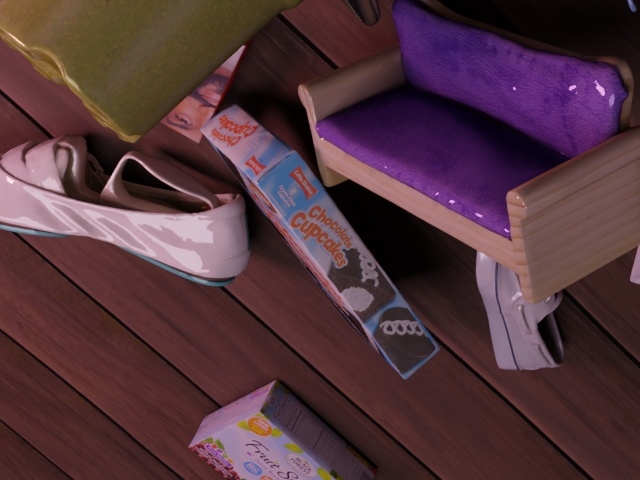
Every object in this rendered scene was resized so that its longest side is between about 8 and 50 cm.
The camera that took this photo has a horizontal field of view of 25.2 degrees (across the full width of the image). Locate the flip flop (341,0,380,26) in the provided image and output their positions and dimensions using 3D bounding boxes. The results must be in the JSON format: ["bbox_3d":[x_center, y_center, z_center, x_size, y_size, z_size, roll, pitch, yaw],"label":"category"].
[{"bbox_3d":[0.030,-0.331,1.364,0.080,0.112,0.277,-21,124,-13],"label":"flip flop"}]

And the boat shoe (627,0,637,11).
[{"bbox_3d":[0.261,-0.262,1.217,0.109,0.089,0.258,16,161,-12],"label":"boat shoe"}]

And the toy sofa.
[{"bbox_3d":[0.134,-0.102,1.350,0.362,0.150,0.177,33,143,50],"label":"toy sofa"}]

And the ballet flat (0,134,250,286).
[{"bbox_3d":[-0.271,-0.061,1.758,0.400,0.139,0.139,16,136,6],"label":"ballet flat"}]

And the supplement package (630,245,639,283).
[{"bbox_3d":[0.448,-0.024,1.357,0.262,0.145,0.204,17,160,12],"label":"supplement package"}]

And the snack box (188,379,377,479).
[{"bbox_3d":[-0.053,0.309,2.024,0.207,0.070,0.174,43,135,-17],"label":"snack box"}]

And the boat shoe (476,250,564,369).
[{"bbox_3d":[0.234,0.054,1.634,0.084,0.095,0.258,2,142,19],"label":"boat shoe"}]

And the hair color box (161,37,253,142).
[{"bbox_3d":[-0.141,-0.196,1.599,0.093,0.053,0.167,28,138,-2],"label":"hair color box"}]

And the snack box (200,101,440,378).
[{"bbox_3d":[0.000,0.000,1.615,0.322,0.060,0.187,53,174,-31],"label":"snack box"}]

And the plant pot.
[{"bbox_3d":[-0.163,-0.240,1.337,0.276,0.254,0.276,39,176,3],"label":"plant pot"}]
